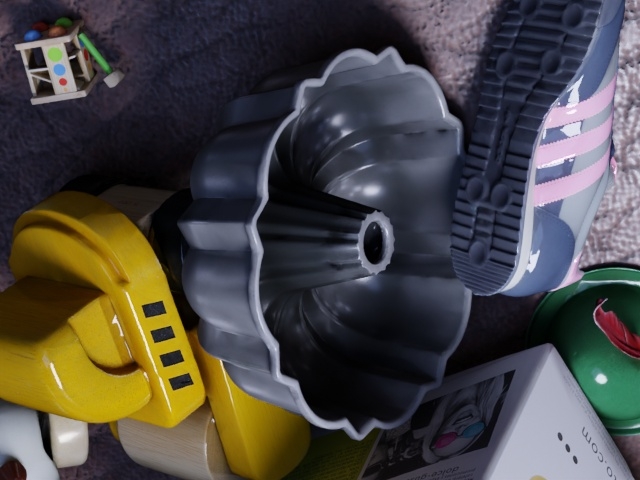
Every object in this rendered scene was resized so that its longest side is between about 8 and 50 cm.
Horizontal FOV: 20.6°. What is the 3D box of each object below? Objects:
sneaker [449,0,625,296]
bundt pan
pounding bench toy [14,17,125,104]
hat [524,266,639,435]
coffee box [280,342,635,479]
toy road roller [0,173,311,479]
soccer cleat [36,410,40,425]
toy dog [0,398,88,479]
[{"bbox_3d":[0.212,-0.104,1.539,0.131,0.112,0.319,5,109,-40],"label":"sneaker"},{"bbox_3d":[0.000,0.000,1.504,0.124,0.331,0.331,2,118,38],"label":"bundt pan"},{"bbox_3d":[-0.223,-0.167,1.584,0.083,0.052,0.065,-8,113,11],"label":"pounding bench toy"},{"bbox_3d":[0.263,0.132,1.580,0.208,0.183,0.173,42,113,-11],"label":"hat"},{"bbox_3d":[0.104,0.357,1.579,0.338,0.334,0.338,-21,111,35],"label":"coffee box"},{"bbox_3d":[-0.177,0.108,1.572,0.202,0.240,0.329,9,125,44],"label":"toy road roller"},{"bbox_3d":[-0.286,0.177,1.768,0.083,0.029,0.036,-20,102,13],"label":"soccer cleat"},{"bbox_3d":[-0.295,0.286,1.701,0.220,0.161,0.334,-20,118,-4],"label":"toy dog"}]
